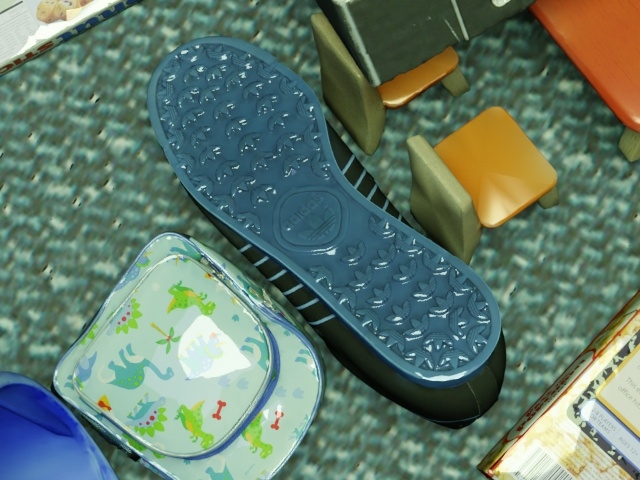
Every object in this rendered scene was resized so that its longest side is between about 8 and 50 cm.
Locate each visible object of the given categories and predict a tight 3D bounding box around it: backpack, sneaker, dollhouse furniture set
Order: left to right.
[{"bbox_3d":[-0.057,0.064,0.723,0.114,0.084,0.105,37,88,0],"label":"backpack"},{"bbox_3d":[0.000,0.000,0.736,0.081,0.090,0.232,-36,64,-11],"label":"sneaker"},{"bbox_3d":[0.161,-0.083,0.685,0.262,0.135,0.259,-34,71,-5],"label":"dollhouse furniture set"}]

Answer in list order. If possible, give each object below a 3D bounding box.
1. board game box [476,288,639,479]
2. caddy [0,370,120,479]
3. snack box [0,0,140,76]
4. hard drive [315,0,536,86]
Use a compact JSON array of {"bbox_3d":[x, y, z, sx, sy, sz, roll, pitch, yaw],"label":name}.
[{"bbox_3d":[0.195,0.090,0.743,0.147,0.045,0.193,44,86,3],"label":"board game box"},{"bbox_3d":[-0.129,0.195,0.591,0.179,0.341,0.241,-20,106,7],"label":"caddy"},{"bbox_3d":[-0.124,-0.140,0.771,0.178,0.022,0.064,-29,85,-3],"label":"snack box"},{"bbox_3d":[0.118,-0.235,0.696,0.339,0.064,0.237,-28,49,1],"label":"hard drive"}]
